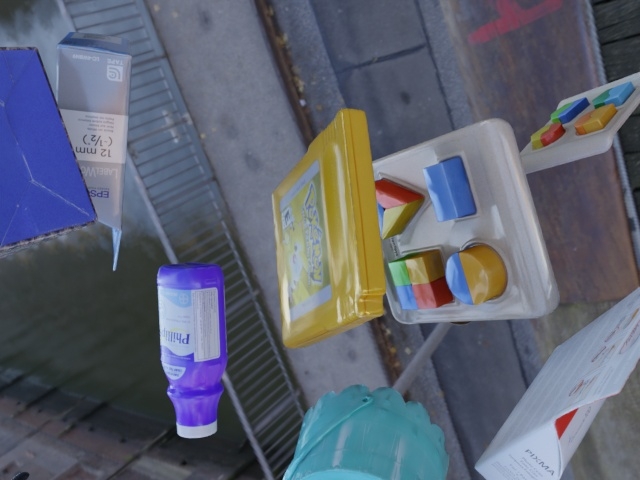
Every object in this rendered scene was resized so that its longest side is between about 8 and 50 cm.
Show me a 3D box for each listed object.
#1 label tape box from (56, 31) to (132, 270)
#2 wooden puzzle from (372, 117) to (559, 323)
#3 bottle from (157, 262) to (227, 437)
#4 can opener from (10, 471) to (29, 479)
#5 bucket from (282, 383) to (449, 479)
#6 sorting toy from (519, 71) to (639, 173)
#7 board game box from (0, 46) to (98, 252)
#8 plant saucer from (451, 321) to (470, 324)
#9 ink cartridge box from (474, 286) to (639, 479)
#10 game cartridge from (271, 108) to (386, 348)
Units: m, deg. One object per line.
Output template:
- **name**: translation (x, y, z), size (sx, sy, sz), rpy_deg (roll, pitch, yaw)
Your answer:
- **label tape box**: translation (-0.382, -0.157, 1.119), size (0.249, 0.115, 0.348), rpy_deg (-127, 46, -63)
- **wooden puzzle**: translation (0.203, -0.009, 1.150), size (0.348, 0.080, 0.322), rpy_deg (-14, 93, 51)
- **bottle**: translation (-0.211, 0.179, 1.108), size (0.118, 0.092, 0.283), rpy_deg (3, 96, 45)
- **can opener**: translation (-0.610, 0.508, 1.257), size (0.073, 0.186, 0.059), rpy_deg (18, 108, 6)
- **bucket**: translation (0.072, 0.400, 1.094), size (0.281, 0.183, 0.281), rpy_deg (6, 116, 12)
- **sorting toy**: translation (0.434, -0.201, 1.120), size (0.038, 0.208, 0.193), rpy_deg (51, 149, -16)
- **board game box**: translation (-0.459, -0.083, 0.851), size (0.291, 0.141, 0.232), rpy_deg (-14, 96, 35)
- **plant saucer**: translation (0.258, 0.117, 1.253), size (0.083, 0.083, 0.015), rpy_deg (50, 174, 7)
- **ink cartridge box**: translation (0.414, 0.211, 0.991), size (0.091, 0.308, 0.385), rpy_deg (43, 147, 11)
- **game cartridge**: translation (0.000, 0.000, 1.005), size (0.323, 0.052, 0.285), rpy_deg (138, 129, -65)
